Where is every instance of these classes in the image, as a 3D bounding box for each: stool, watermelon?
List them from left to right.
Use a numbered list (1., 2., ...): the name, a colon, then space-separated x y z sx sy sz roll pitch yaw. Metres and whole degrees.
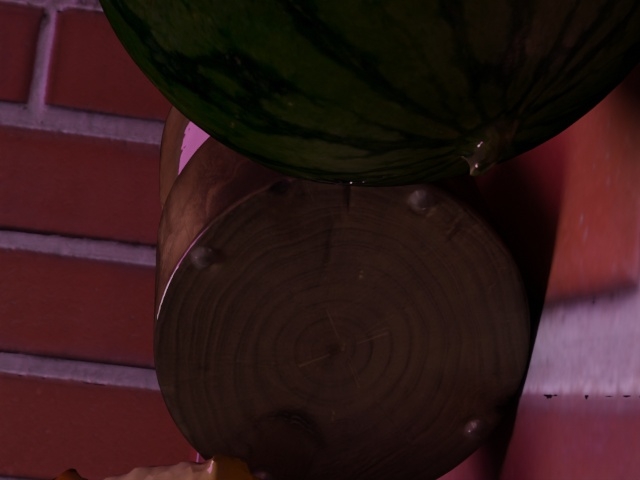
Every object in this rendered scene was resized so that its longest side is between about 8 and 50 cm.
1. stool: 0.000 0.000 0.816 0.264 0.179 0.179 -101 20 -66
2. watermelon: 0.026 -0.139 0.561 0.242 0.242 0.242 -173 90 -82

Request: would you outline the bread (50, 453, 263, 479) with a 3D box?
1. bread: -0.056 0.303 0.725 0.333 0.143 0.323 65 -155 -59
